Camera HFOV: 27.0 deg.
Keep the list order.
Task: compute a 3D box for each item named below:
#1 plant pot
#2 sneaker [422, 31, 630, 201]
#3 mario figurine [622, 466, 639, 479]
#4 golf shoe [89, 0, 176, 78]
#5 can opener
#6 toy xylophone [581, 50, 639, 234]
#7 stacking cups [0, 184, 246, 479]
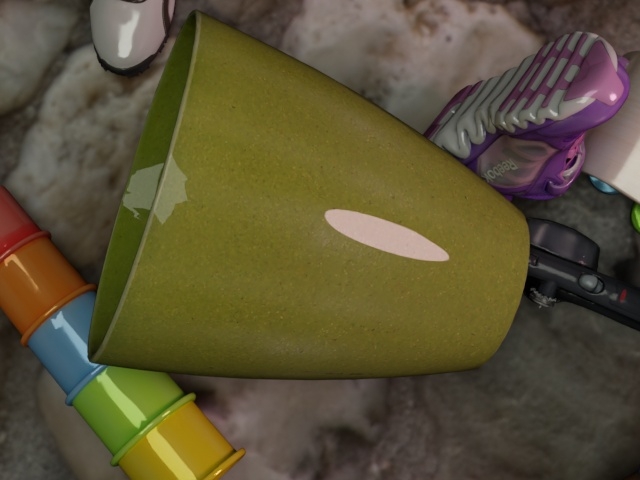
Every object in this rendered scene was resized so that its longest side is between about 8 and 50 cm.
[{"bbox_3d":[0.000,0.000,1.032,0.293,0.275,0.275,17,88,-13],"label":"plant pot"},{"bbox_3d":[0.173,-0.084,1.038,0.104,0.236,0.095,45,68,-11],"label":"sneaker"},{"bbox_3d":[0.336,0.129,0.971,0.198,0.170,0.320,9,125,-24],"label":"mario figurine"},{"bbox_3d":[-0.157,-0.238,1.120,0.077,0.094,0.198,12,90,3],"label":"golf shoe"},{"bbox_3d":[0.240,0.045,1.093,0.186,0.059,0.073,26,89,5],"label":"can opener"},{"bbox_3d":[0.368,-0.054,1.077,0.322,0.081,0.236,42,91,5],"label":"toy xylophone"},{"bbox_3d":[-0.198,0.087,1.104,0.096,0.096,0.316,-41,86,1],"label":"stacking cups"}]
